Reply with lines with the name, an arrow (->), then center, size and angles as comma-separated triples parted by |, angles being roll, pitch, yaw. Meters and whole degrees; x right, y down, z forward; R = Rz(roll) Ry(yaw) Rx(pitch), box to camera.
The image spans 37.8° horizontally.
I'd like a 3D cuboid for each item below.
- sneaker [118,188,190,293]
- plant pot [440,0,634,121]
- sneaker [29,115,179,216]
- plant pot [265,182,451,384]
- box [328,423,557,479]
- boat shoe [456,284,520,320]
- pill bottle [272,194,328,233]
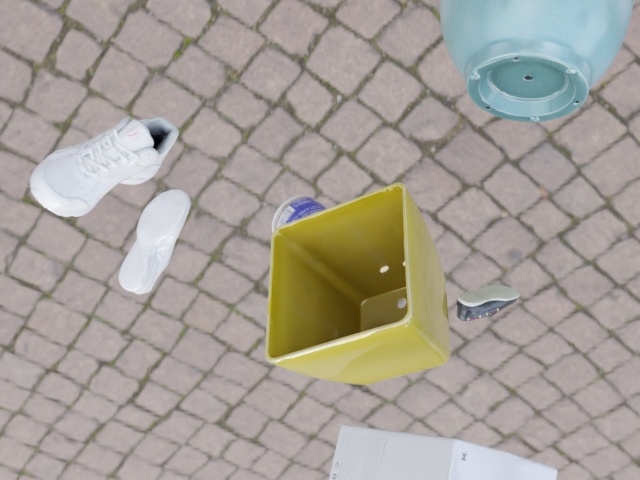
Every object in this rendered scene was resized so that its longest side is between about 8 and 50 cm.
sneaker -> -0.305, 0.003, 1.773 | 0.080, 0.094, 0.212 | 28, 87, 22
plant pot -> 0.311, -0.299, 1.374 | 0.293, 0.196, 0.293 | 8, 156, 4
sneaker -> -0.273, -0.111, 1.200 | 0.090, 0.232, 0.115 | 51, 129, -1
plant pot -> 0.068, 0.084, 1.266 | 0.212, 0.212, 0.187 | -19, 140, 26
box -> 0.189, 0.424, 1.570 | 0.215, 0.168, 0.345 | 21, 164, -25
boat shoe -> 0.285, 0.106, 1.594 | 0.133, 0.049, 0.042 | -11, 121, -33
pill bottle -> 0.000, 0.000, 1.729 | 0.112, 0.187, 0.112 | -17, 125, -27
